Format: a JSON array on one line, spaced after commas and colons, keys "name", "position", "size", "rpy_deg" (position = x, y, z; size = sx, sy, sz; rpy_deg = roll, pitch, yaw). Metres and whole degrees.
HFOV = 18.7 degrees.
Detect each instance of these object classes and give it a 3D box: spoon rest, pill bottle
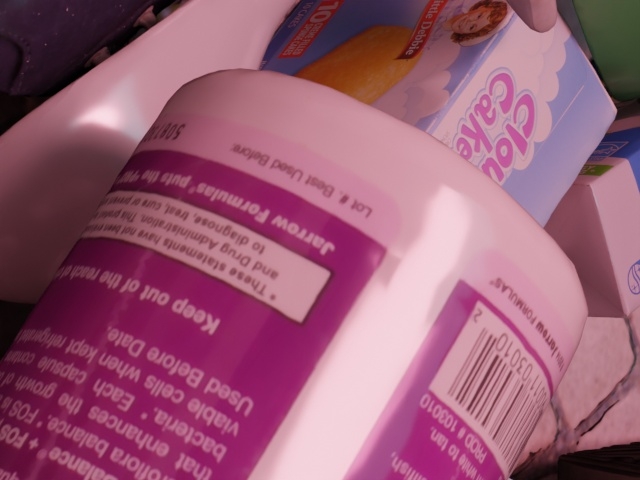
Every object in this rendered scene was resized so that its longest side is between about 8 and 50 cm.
[{"name": "spoon rest", "position": [-0.040, -0.060, 0.805], "size": [0.084, 0.276, 0.137], "rpy_deg": [60, -2, 19]}, {"name": "pill bottle", "position": [-0.050, 0.108, 0.639], "size": [0.169, 0.169, 0.301], "rpy_deg": [43, 70, -37]}]

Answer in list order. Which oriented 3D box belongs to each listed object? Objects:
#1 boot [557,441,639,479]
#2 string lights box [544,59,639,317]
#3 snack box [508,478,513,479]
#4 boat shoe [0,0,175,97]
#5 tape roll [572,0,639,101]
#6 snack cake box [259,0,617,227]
[{"name": "boot", "position": [0.225, 0.249, 1.121], "size": [0.348, 0.131, 0.260], "rpy_deg": [2, 92, -49]}, {"name": "string lights box", "position": [0.177, -0.048, 1.064], "size": [0.260, 0.133, 0.076], "rpy_deg": [-34, 113, -40]}, {"name": "snack box", "position": [0.021, 0.246, 0.864], "size": [0.187, 0.060, 0.322], "rpy_deg": [-54, 156, -30]}, {"name": "boat shoe", "position": [-0.082, -0.136, 0.831], "size": [0.340, 0.127, 0.158], "rpy_deg": [7, 99, -42]}, {"name": "tape roll", "position": [0.144, -0.232, 0.954], "size": [0.321, 0.077, 0.321], "rpy_deg": [-13, 90, -76]}, {"name": "snack cake box", "position": [0.000, 0.000, 0.875], "size": [0.264, 0.152, 0.089], "rpy_deg": [-54, 125, -30]}]
